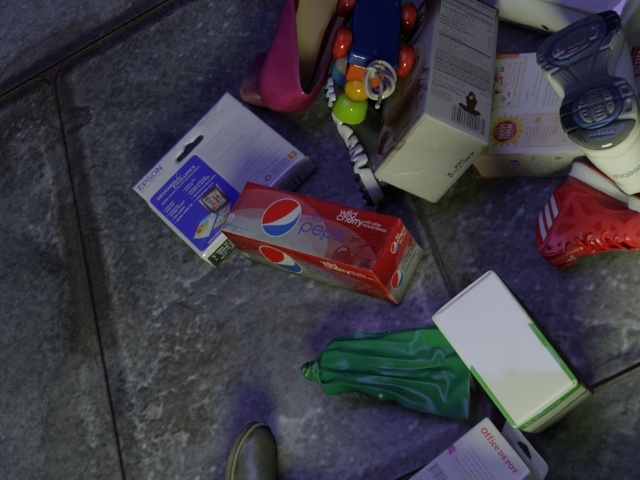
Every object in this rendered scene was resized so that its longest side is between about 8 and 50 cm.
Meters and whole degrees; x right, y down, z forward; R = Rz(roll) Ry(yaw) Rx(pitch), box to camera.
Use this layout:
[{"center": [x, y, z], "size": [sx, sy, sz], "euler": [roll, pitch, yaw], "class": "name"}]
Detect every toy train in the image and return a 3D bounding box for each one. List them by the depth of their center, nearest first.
[{"center": [0.053, -0.205, 1.862], "size": [0.105, 0.143, 0.248], "euler": [15, 46, -8], "class": "toy train"}]

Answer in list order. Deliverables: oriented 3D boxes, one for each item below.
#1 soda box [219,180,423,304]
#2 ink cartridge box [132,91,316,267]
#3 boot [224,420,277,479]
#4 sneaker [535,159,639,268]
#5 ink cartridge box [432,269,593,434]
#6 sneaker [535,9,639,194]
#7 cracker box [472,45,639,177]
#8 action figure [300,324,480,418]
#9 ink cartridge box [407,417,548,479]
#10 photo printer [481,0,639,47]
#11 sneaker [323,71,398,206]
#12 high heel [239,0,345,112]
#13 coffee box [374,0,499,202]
[{"center": [0.000, 0.000, 1.893], "size": [0.263, 0.092, 0.083], "euler": [15, 67, 37], "class": "soda box"}, {"center": [-0.141, -0.090, 2.068], "size": [0.206, 0.045, 0.208], "euler": [-45, 49, -3], "class": "ink cartridge box"}, {"center": [-0.021, 0.317, 1.705], "size": [0.208, 0.076, 0.190], "euler": [1, 74, 39], "class": "boot"}, {"center": [0.343, 0.003, 1.711], "size": [0.128, 0.087, 0.221], "euler": [-51, 36, 2], "class": "sneaker"}, {"center": [0.215, 0.128, 1.579], "size": [0.087, 0.208, 0.153], "euler": [-39, 72, 6], "class": "ink cartridge box"}, {"center": [0.333, -0.165, 1.714], "size": [0.111, 0.129, 0.297], "euler": [-21, 36, 21], "class": "sneaker"}, {"center": [0.315, -0.161, 1.833], "size": [0.232, 0.067, 0.156], "euler": [1, 62, 32], "class": "cracker box"}, {"center": [0.082, 0.156, 1.760], "size": [0.232, 0.063, 0.137], "euler": [-2, 60, 25], "class": "action figure"}, {"center": [0.183, 0.276, 1.601], "size": [0.143, 0.090, 0.092], "euler": [-38, 49, 1], "class": "ink cartridge box"}, {"center": [0.349, -0.394, 1.942], "size": [0.307, 0.107, 0.256], "euler": [26, 75, 39], "class": "photo printer"}, {"center": [0.077, -0.154, 1.967], "size": [0.106, 0.078, 0.234], "euler": [-24, 51, 7], "class": "sneaker"}, {"center": [0.014, -0.352, 2.076], "size": [0.181, 0.127, 0.377], "euler": [8, 75, 61], "class": "high heel"}, {"center": [0.152, -0.195, 1.871], "size": [0.141, 0.098, 0.247], "euler": [-49, 24, 47], "class": "coffee box"}]
